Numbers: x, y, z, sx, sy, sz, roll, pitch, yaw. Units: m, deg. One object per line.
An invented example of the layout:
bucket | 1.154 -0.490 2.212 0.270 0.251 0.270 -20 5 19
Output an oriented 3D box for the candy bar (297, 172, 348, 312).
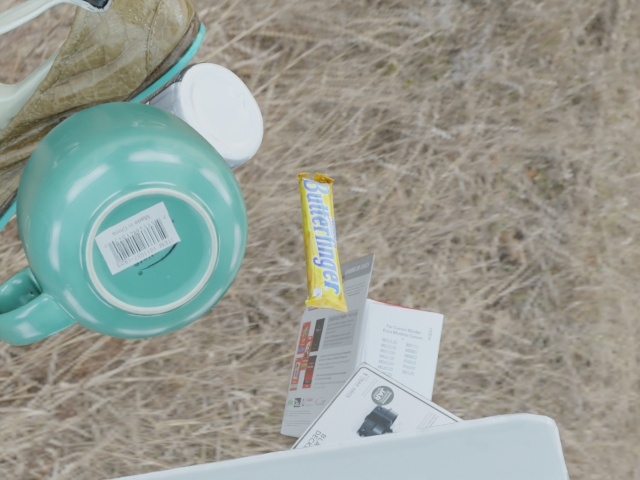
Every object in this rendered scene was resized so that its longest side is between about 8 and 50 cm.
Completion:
candy bar | 0.000 0.000 1.112 0.040 0.018 0.161 5 54 -14

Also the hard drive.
hard drive | 0.021 0.163 0.564 0.203 0.307 0.040 -11 62 8

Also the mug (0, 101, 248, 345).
mug | -0.113 0.004 0.681 0.129 0.097 0.157 15 102 -25

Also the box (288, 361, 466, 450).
box | 0.122 0.290 1.378 0.290 0.087 0.169 27 57 23

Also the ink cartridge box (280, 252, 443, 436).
ink cartridge box | 0.063 0.178 1.792 0.130 0.309 0.271 13 78 -17

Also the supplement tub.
supplement tub | -0.161 -0.101 1.245 0.117 0.190 0.117 23 54 -35

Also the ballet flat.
ballet flat | -0.239 -0.096 0.886 0.124 0.342 0.116 40 30 -23

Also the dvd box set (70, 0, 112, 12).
dvd box set | -0.022 -0.328 0.459 0.062 0.307 0.420 22 78 -11
